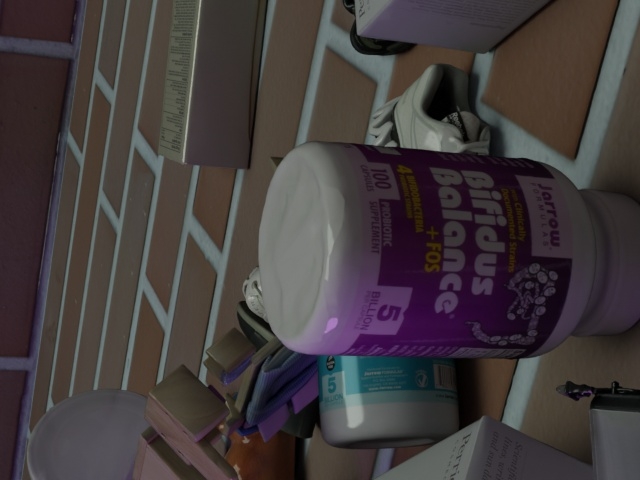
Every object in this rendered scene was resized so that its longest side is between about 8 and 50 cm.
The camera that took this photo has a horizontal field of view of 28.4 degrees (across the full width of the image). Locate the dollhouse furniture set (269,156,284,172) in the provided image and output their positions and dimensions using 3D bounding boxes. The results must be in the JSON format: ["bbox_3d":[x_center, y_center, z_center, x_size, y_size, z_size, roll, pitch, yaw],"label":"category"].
[{"bbox_3d":[0.000,0.000,1.535,0.144,0.123,0.151,-123,42,-55],"label":"dollhouse furniture set"}]

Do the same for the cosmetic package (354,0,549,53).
[{"bbox_3d":[0.133,-0.291,1.225,0.184,0.151,0.151,144,127,-61],"label":"cosmetic package"}]

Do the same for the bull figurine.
[{"bbox_3d":[-0.101,0.345,1.709,0.188,0.101,0.310,-6,67,23],"label":"bull figurine"}]

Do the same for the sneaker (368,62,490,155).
[{"bbox_3d":[0.128,-0.056,1.280,0.118,0.110,0.292,-50,42,42],"label":"sneaker"}]

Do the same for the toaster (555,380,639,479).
[{"bbox_3d":[0.274,0.144,0.811,0.186,0.168,0.110,169,103,-66],"label":"toaster"}]

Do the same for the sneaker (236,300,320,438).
[{"bbox_3d":[-0.063,0.167,1.689,0.222,0.083,0.118,41,120,54],"label":"sneaker"}]

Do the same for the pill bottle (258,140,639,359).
[{"bbox_3d":[0.115,0.012,1.033,0.169,0.302,0.169,-177,90,-67],"label":"pill bottle"}]

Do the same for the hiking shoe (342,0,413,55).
[{"bbox_3d":[0.069,-0.273,1.423,0.227,0.114,0.086,150,121,-63],"label":"hiking shoe"}]

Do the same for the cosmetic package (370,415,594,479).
[{"bbox_3d":[0.096,0.327,1.144,0.385,0.156,0.217,-50,17,55],"label":"cosmetic package"}]

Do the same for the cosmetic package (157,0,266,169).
[{"bbox_3d":[-0.172,-0.275,1.998,0.160,0.113,0.309,-154,69,-66],"label":"cosmetic package"}]

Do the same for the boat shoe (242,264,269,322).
[{"bbox_3d":[-0.046,0.068,1.602,0.098,0.096,0.277,65,169,-2],"label":"boat shoe"}]

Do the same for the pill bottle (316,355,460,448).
[{"bbox_3d":[0.066,0.083,1.340,0.146,0.146,0.264,146,125,-62],"label":"pill bottle"}]

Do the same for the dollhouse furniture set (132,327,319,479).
[{"bbox_3d":[-0.023,0.197,1.391,0.198,0.303,0.286,44,151,13],"label":"dollhouse furniture set"}]

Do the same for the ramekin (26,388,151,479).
[{"bbox_3d":[-0.368,0.400,2.192,0.127,0.273,0.273,99,160,-45],"label":"ramekin"}]
